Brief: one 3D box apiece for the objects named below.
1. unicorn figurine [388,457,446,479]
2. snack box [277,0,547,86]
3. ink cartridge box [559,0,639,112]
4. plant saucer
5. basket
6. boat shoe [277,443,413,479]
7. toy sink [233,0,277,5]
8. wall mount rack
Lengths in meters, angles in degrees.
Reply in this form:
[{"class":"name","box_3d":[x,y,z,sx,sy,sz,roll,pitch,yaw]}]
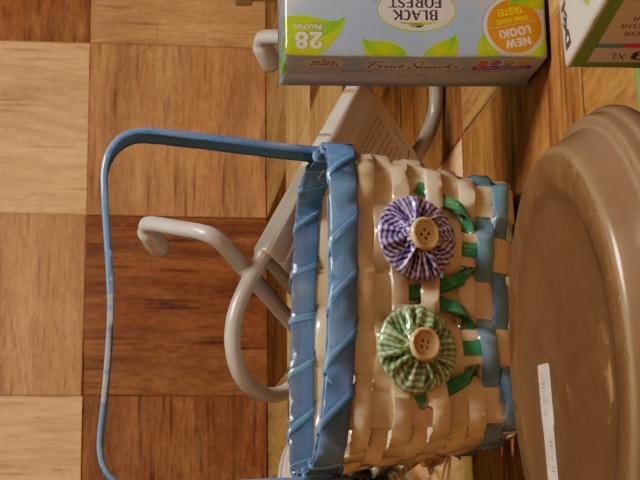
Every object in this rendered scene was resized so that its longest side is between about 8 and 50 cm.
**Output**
[{"class":"unicorn figurine","box_3d":[0.095,0.104,1.247,0.162,0.060,0.111,-71,-11,-55]},{"class":"snack box","box_3d":[0.057,-0.210,1.075,0.070,0.174,0.207,115,154,-77]},{"class":"ink cartridge box","box_3d":[0.152,-0.152,0.764,0.209,0.062,0.109,107,161,-68]},{"class":"plant saucer","box_3d":[0.144,0.069,0.833,0.278,0.041,0.278,176,90,-83]},{"class":"basket","box_3d":[-0.010,0.046,1.109,0.201,0.288,0.255,107,162,-76]},{"class":"boat shoe","box_3d":[0.041,0.228,1.312,0.367,0.135,0.157,-106,17,-58]},{"class":"toy sink","box_3d":[-0.024,-0.302,1.498,0.153,0.234,0.131,121,149,-74]},{"class":"wall mount rack","box_3d":[0.000,0.000,1.346,0.304,0.130,0.350,53,-124,-41]}]
